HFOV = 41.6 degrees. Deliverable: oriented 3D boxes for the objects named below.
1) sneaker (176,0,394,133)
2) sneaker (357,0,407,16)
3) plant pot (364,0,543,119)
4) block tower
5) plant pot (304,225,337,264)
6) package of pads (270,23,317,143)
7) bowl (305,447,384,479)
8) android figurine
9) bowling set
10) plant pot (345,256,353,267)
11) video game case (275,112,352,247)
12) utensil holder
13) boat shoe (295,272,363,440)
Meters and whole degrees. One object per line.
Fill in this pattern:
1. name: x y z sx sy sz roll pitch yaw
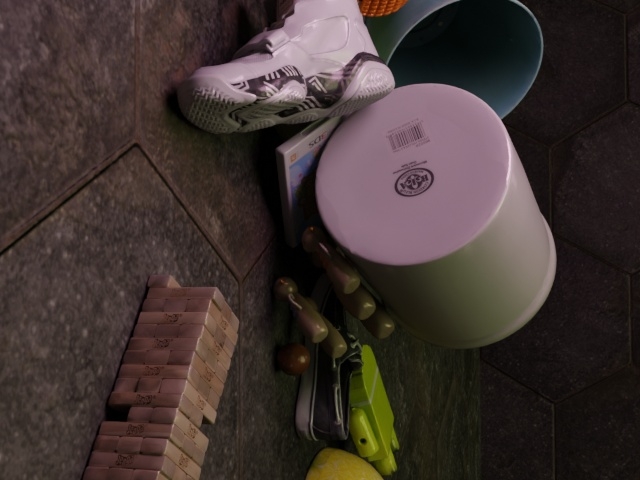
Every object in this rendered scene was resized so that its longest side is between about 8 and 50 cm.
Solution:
1. sneaker: -0.062 -0.272 1.161 0.365 0.137 0.210 -15 86 -43
2. sneaker: 0.022 -0.436 1.315 0.099 0.262 0.121 121 -25 -56
3. plant pot: 0.209 -0.360 1.499 0.293 0.293 0.235 67 1 -47
4. block tower: -0.176 0.201 0.927 0.091 0.097 0.336 64 30 -51
5. plant pot: 0.000 0.000 1.477 0.083 0.083 0.079 -68 162 -48
6. package of pads: -0.008 -0.295 1.418 0.229 0.101 0.297 57 37 -58
7. bowl: 0.075 0.529 1.534 0.289 0.156 0.290 -1 90 -70
8. android figurine: 0.094 0.324 1.687 0.248 0.056 0.273 -65 136 -71
9. bowling set: -0.017 0.104 1.371 0.154 0.200 0.287 52 -3 31
10. plant pot: 0.181 -0.119 1.746 0.267 0.235 0.267 -58 142 -56
11. video game case: 0.009 -0.114 1.374 0.193 0.023 0.212 -39 146 -28
12. utensil holder: 0.198 -0.026 1.389 0.385 0.327 0.328 46 46 -59
13. boat shoe: 0.028 0.203 1.493 0.108 0.102 0.301 55 39 -58
